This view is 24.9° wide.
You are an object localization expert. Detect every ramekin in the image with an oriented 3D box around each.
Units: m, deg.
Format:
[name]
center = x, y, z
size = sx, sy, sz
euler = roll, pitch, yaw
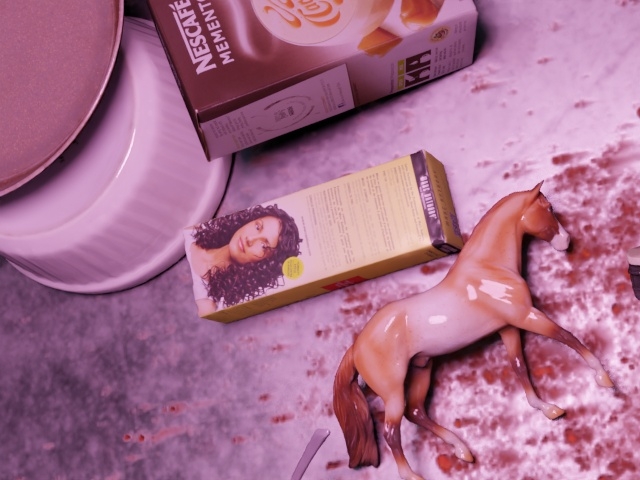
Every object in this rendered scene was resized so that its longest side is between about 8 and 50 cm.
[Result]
[ramekin]
center = -0.227, -0.091, 1.319
size = 0.272, 0.127, 0.273
euler = -5, 77, 22

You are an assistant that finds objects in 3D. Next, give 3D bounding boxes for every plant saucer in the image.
[plant saucer]
center = -0.298, -0.175, 1.269
size = 0.310, 0.050, 0.311
euler = -5, 77, 21

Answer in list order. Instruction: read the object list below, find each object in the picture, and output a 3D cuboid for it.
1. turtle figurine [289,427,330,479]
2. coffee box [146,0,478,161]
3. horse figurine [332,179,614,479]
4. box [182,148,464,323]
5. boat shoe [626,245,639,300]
[turtle figurine]
center = -0.099, 0.274, 1.159
size = 0.266, 0.275, 0.198
euler = -10, 41, 24
[coffee box]
center = -0.009, -0.184, 1.223
size = 0.246, 0.098, 0.141
euler = -22, 70, -5
[horse figurine]
center = 0.108, 0.089, 1.173
size = 0.263, 0.066, 0.174
euler = -31, 82, 12
[box]
center = 0.000, 0.000, 1.246
size = 0.232, 0.058, 0.087
euler = -19, 74, 17
[boat shoe]
center = 0.307, 0.019, 1.128
size = 0.133, 0.049, 0.042
euler = -10, 103, 13
